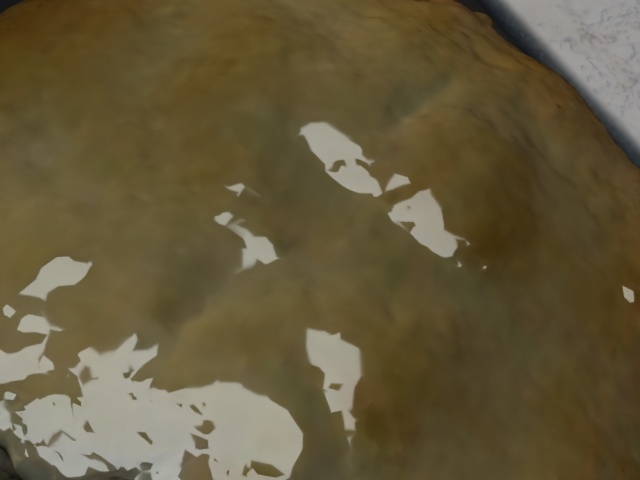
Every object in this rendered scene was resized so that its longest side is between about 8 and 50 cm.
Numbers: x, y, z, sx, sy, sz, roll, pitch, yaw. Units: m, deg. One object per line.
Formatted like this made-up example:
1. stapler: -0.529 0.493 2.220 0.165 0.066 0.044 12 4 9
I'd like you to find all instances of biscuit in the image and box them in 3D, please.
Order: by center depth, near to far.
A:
1. biscuit: 0.000 -0.001 0.495 0.429 0.104 0.446 33 52 10
